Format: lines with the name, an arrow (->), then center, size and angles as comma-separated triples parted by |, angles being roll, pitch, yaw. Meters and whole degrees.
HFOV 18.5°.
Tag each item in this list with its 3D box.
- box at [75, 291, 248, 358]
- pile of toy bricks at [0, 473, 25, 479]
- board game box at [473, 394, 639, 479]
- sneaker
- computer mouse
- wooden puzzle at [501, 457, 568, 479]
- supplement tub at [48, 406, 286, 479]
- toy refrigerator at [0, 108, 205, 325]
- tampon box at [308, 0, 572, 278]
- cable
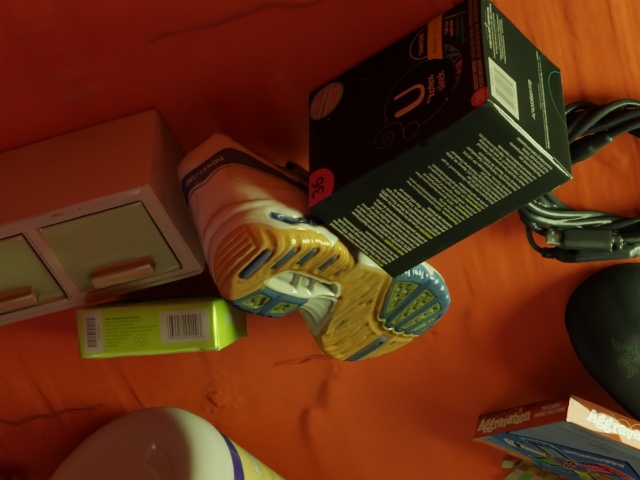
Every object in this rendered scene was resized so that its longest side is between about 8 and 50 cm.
box -> -0.120, 0.066, 1.543 | 0.109, 0.042, 0.178 | -4, -179, 5
pile of toy bricks -> -0.306, 0.252, 1.771 | 0.212, 0.118, 0.105 | 32, 101, -8
board game box -> 0.288, 0.200, 1.706 | 0.281, 0.027, 0.145 | 23, 157, -22
sneaker -> 0.000, 0.000, 1.495 | 0.112, 0.131, 0.296 | -36, 150, 12
computer mouse -> 0.315, 0.112, 1.624 | 0.272, 0.072, 0.188 | 33, 128, -29
wooden puzzle -> 0.200, 0.209, 1.772 | 0.083, 0.006, 0.049 | 23, 132, -22
supplement tub -> -0.079, 0.321, 1.723 | 0.241, 0.241, 0.331 | -30, 128, 28
toy refrigerator -> -0.229, -0.001, 1.495 | 0.269, 0.094, 0.102 | -15, 134, 14
tampon box -> 0.082, -0.074, 1.397 | 0.161, 0.120, 0.101 | -30, 129, 27
cable -> 0.238, -0.049, 1.484 | 0.184, 0.047, 0.150 | -4, 131, 8
